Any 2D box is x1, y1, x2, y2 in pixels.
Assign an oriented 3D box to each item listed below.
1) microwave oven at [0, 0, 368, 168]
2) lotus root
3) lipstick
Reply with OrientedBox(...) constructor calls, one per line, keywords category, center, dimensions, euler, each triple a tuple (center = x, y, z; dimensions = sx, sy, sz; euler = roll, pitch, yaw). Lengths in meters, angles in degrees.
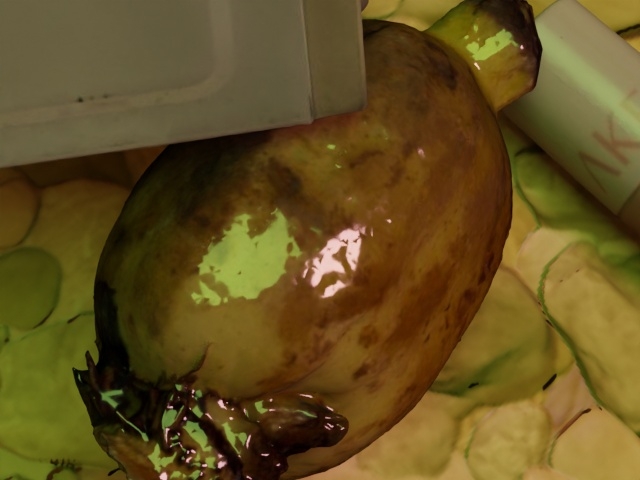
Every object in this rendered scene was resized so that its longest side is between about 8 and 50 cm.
OrientedBox(category="microwave oven", center=(-0.137, -0.218, 0.656), dimensions=(0.286, 0.218, 0.355), euler=(-8, 39, -5))
OrientedBox(category="lotus root", center=(0.000, 0.000, 0.683), dimensions=(0.141, 0.169, 0.314), euler=(22, 62, 37))
OrientedBox(category="lipstick", center=(0.196, -0.015, 0.743), dimensions=(0.070, 0.070, 0.254), euler=(-43, 76, -15))
